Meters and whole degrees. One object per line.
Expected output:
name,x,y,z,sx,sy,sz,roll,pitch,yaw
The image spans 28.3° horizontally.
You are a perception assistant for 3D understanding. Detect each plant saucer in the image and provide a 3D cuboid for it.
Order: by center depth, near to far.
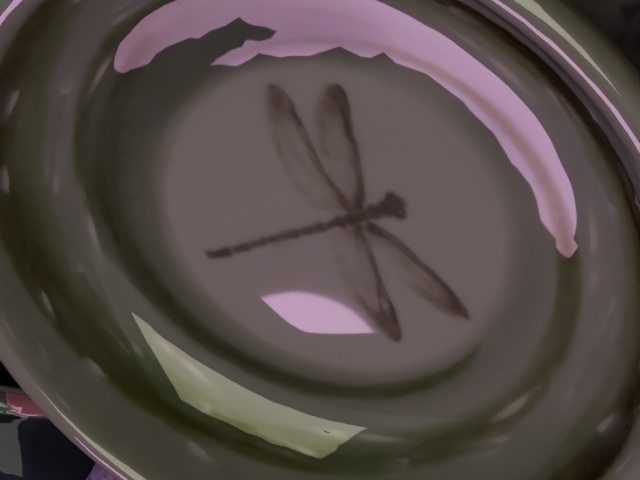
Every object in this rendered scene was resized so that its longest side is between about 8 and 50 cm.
plant saucer,0.000,0.000,0.648,0.400,0.100,0.401,10,126,15

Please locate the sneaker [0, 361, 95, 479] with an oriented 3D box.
sneaker,-0.286,0.067,0.858,0.319,0.112,0.131,25,101,4
